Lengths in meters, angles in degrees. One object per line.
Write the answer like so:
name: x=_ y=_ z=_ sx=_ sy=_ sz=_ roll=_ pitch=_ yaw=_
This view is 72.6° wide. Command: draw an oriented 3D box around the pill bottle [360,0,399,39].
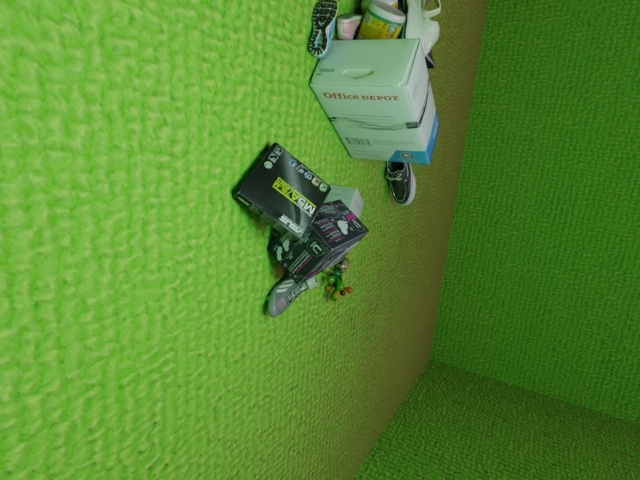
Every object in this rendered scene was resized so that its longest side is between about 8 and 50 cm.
pill bottle: x=0.191 y=-0.716 z=1.397 sx=0.119 sy=0.119 sz=0.208 roll=-54 pitch=145 yaw=-39

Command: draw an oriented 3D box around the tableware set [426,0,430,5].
tableware set: x=0.457 y=-1.105 z=1.860 sx=0.169 sy=0.020 sz=0.140 roll=10 pitch=92 yaw=-64

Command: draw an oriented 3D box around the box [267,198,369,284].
box: x=0.000 y=0.000 z=1.240 sx=0.163 sy=0.142 sz=0.247 roll=-48 pitch=167 yaw=29

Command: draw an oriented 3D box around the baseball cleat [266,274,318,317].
baseball cleat: x=-0.074 y=0.139 z=1.256 sx=0.205 sy=0.110 sz=0.072 roll=-59 pitch=135 yaw=-42

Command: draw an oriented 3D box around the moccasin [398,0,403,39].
moccasin: x=0.290 y=-0.875 z=1.523 sx=0.137 sy=0.117 sz=0.341 roll=-53 pitch=144 yaw=-40

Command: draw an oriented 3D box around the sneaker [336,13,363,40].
sneaker: x=0.086 y=-0.637 z=1.307 sx=0.134 sy=0.051 sz=0.070 roll=-48 pitch=148 yaw=-46

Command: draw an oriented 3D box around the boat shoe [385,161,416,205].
boat shoe: x=0.325 y=-0.302 z=1.865 sx=0.119 sy=0.121 sz=0.334 roll=-31 pitch=118 yaw=-46

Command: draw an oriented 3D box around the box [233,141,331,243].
box: x=-0.088 y=-0.118 z=1.072 sx=0.191 sy=0.045 sz=0.184 roll=38 pitch=56 yaw=-14

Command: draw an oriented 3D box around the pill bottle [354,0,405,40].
pill bottle: x=0.165 y=-0.606 z=1.338 sx=0.117 sy=0.118 sz=0.208 roll=-43 pitch=163 yaw=-49

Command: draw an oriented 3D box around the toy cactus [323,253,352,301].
toy cactus: x=0.073 y=0.104 z=1.556 sx=0.180 sy=0.112 sz=0.218 roll=-44 pitch=131 yaw=-62

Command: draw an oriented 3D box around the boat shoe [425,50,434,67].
boat shoe: x=0.480 y=-0.835 z=1.967 sx=0.183 sy=0.066 sz=0.066 roll=6 pitch=94 yaw=-63

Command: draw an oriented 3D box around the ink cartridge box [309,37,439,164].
ink cartridge box: x=0.183 y=-0.408 z=1.326 sx=0.395 sy=0.286 sz=0.166 roll=45 pitch=60 yaw=-60

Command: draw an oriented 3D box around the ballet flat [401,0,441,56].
ballet flat: x=0.315 y=-0.700 z=1.378 sx=0.139 sy=0.139 sz=0.399 roll=29 pitch=61 yaw=-62

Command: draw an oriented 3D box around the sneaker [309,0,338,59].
sneaker: x=0.008 y=-0.574 z=1.189 sx=0.073 sy=0.064 sz=0.161 roll=1 pitch=105 yaw=-81

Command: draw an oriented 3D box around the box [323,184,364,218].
box: x=0.078 y=-0.118 z=1.450 sx=0.087 sy=0.102 sz=0.101 roll=-69 pitch=153 yaw=-20
